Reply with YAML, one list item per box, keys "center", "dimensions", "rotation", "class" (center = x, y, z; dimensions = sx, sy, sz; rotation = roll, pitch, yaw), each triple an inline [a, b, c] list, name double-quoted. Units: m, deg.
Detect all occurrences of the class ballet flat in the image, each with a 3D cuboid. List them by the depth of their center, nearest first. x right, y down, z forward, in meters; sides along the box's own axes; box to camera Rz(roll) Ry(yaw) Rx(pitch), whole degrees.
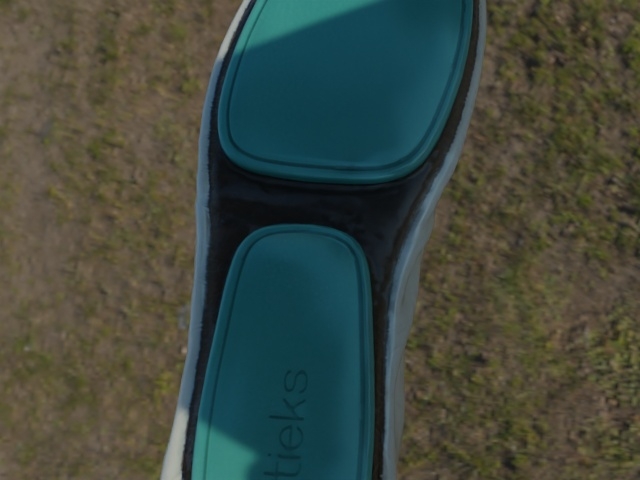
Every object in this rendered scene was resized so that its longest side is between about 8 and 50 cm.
- center: [0.000, 0.000, 0.615]
  dimensions: [0.139, 0.139, 0.400]
  rotation: [-11, 56, 35]
  class: "ballet flat"
